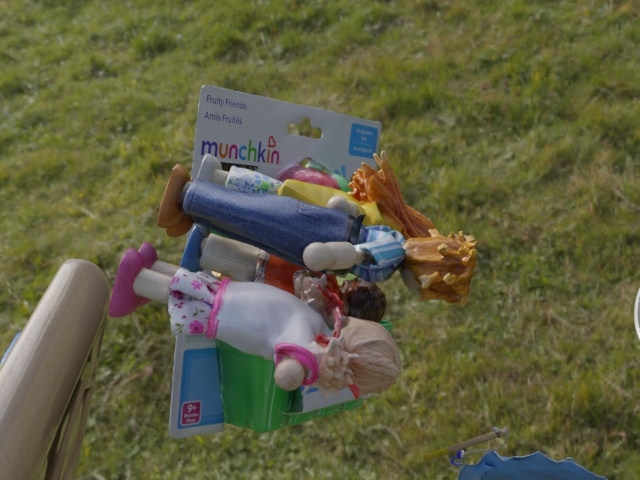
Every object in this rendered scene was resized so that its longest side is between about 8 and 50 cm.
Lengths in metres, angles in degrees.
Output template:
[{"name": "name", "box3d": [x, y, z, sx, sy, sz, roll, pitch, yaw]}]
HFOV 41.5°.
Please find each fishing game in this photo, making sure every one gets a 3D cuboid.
[{"name": "fishing game", "box3d": [0.253, 0.280, 0.969, 0.189, 0.264, 0.041, -43, 24, 50]}]

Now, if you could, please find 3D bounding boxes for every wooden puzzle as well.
[{"name": "wooden puzzle", "box3d": [-0.227, 0.225, 0.587, 0.081, 0.347, 0.322, 9, 23, -6]}]

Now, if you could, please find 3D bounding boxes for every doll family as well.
[{"name": "doll family", "box3d": [0.000, 0.000, 0.474, 0.163, 0.118, 0.263, 17, 6, 0]}]

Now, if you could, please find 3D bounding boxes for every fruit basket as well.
[{"name": "fruit basket", "box3d": [-0.024, 0.027, 0.940, 0.165, 0.352, 0.327, 14, 7, 36]}]

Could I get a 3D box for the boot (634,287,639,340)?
[{"name": "boot", "box3d": [0.458, 0.157, 0.975, 0.088, 0.176, 0.244, -36, 33, 27]}]
